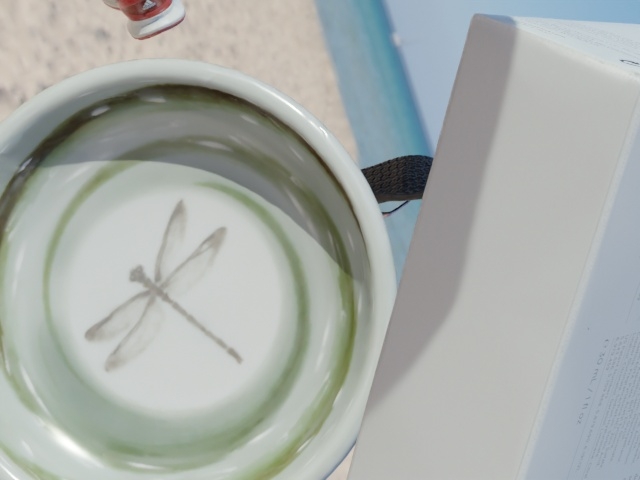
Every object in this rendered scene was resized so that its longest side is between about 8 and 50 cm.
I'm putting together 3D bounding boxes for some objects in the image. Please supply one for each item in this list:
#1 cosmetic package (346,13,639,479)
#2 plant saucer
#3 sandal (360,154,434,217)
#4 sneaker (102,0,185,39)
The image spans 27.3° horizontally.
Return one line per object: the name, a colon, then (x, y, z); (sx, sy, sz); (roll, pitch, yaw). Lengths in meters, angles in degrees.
cosmetic package: (0.144, 0.083, 0.662); (0.097, 0.284, 0.377); (31, -65, 40)
plant saucer: (-0.129, 0.052, 1.109); (0.100, 0.400, 0.400); (17, 55, -80)
sandal: (0.059, -0.050, 1.419); (0.067, 0.179, 0.040); (-76, 149, -48)
sneaker: (-0.208, -0.309, 1.401); (0.221, 0.087, 0.128); (48, -17, 54)
